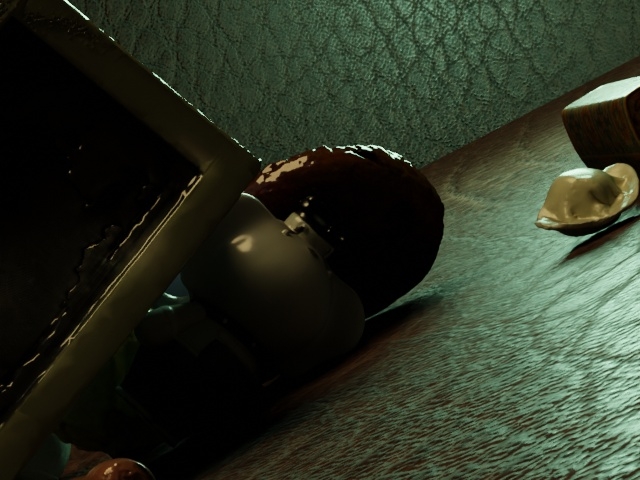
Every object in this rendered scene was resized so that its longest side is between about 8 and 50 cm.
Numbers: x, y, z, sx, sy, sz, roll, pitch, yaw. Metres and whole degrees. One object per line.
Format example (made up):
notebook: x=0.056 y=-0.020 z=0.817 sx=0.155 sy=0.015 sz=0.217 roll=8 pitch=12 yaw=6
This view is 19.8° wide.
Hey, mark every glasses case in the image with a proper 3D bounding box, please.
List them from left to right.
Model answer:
glasses case: x=0.222 y=-0.074 z=1.287 sx=0.049 sy=0.075 sz=0.218 roll=-29 pitch=3 yaw=-2

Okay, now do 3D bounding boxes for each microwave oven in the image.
microwave oven: x=-0.246 y=0.034 z=1.112 sx=0.355 sy=0.218 sz=0.286 roll=-52 pitch=10 yaw=-12

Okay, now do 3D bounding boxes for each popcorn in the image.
popcorn: x=-0.145 y=0.101 z=1.309 sx=0.121 sy=0.106 sz=0.116 roll=-24 pitch=-10 yaw=-30

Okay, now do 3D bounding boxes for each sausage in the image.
sausage: x=-0.135 y=0.145 z=1.017 sx=0.043 sy=0.043 sz=0.186 roll=-29 pitch=4 yaw=-27

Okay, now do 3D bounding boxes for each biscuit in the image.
biscuit: x=0.000 y=0.000 z=1.323 sx=0.192 sy=0.049 sz=0.192 roll=-10 pitch=-34 yaw=-7

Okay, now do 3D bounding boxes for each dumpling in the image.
dumpling: x=0.179 y=-0.025 z=1.197 sx=0.077 sy=0.043 sz=0.059 roll=-10 pitch=8 yaw=-39

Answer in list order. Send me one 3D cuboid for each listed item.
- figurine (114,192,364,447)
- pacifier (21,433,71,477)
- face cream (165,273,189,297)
figurine: x=-0.055 y=0.049 z=1.230 sx=0.192 sy=0.147 sz=0.126 roll=-46 pitch=26 yaw=-8
pacifier: x=-0.290 y=0.130 z=1.377 sx=0.226 sy=0.238 sz=0.287 roll=7 pitch=5 yaw=17
face cream: x=-0.133 y=0.054 z=1.591 sx=0.083 sy=0.149 sz=0.264 roll=-6 pitch=-1 yaw=-10
